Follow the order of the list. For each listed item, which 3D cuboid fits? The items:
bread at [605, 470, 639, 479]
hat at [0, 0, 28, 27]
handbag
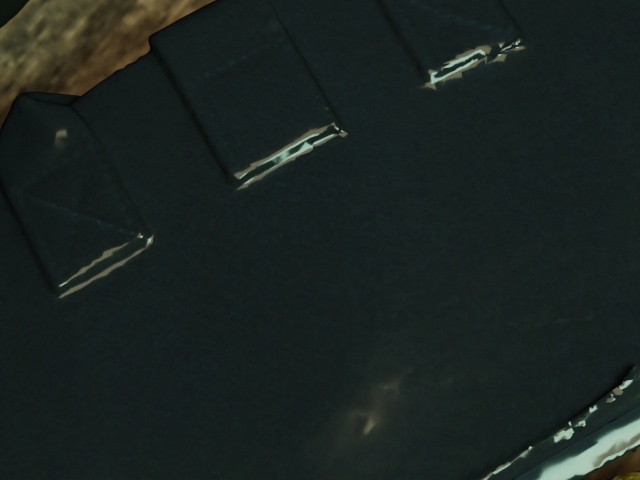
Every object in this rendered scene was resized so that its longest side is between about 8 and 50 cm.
[{"bbox_3d":[0.194,0.176,0.730,0.381,0.109,0.185,-11,114,-6],"label":"bread"},{"bbox_3d":[-0.265,-0.051,0.609,0.209,0.238,0.336,41,121,-9],"label":"hat"},{"bbox_3d":[0.000,0.000,0.689,0.326,0.118,0.269,-28,68,-4],"label":"handbag"}]
